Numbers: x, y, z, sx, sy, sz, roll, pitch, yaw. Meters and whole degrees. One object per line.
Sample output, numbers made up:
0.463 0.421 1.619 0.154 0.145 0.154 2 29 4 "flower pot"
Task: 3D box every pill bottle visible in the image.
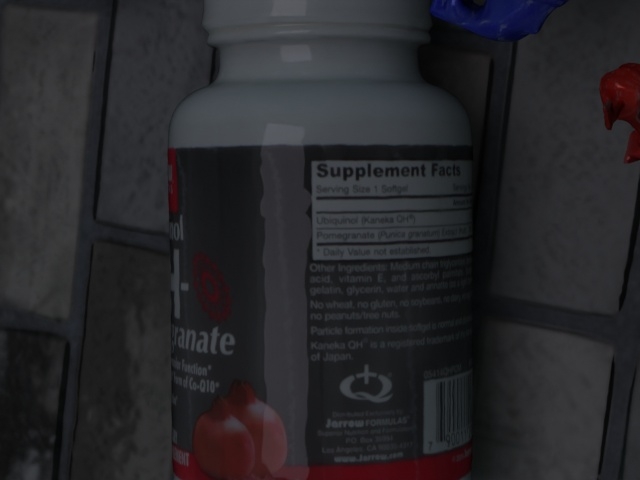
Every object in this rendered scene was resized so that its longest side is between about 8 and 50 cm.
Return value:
0.000 0.000 0.869 0.176 0.176 0.318 1 93 29 "pill bottle"

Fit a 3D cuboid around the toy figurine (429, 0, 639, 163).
0.113 -0.227 0.746 0.217 0.191 0.362 14 98 33 "toy figurine"
